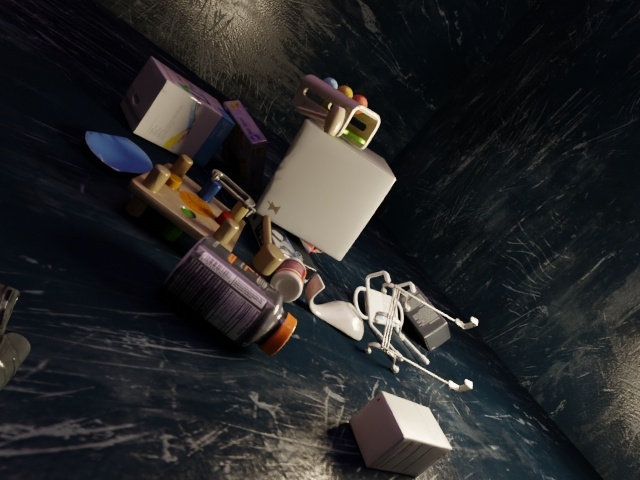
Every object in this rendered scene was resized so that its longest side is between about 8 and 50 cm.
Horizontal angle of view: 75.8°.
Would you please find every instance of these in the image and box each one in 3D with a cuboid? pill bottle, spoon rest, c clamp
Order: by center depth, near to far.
[{"bbox_3d":[-0.163,0.114,0.788,0.245,0.130,0.130,41,15,-9],"label":"pill bottle"},{"bbox_3d":[-0.218,-0.126,1.036,0.160,0.022,0.137,42,13,0],"label":"c clamp"},{"bbox_3d":[-0.084,0.099,1.114,0.086,0.086,0.152,40,15,-8],"label":"pill bottle"},{"bbox_3d":[0.040,0.203,1.196,0.276,0.084,0.137,48,10,-40],"label":"spoon rest"}]

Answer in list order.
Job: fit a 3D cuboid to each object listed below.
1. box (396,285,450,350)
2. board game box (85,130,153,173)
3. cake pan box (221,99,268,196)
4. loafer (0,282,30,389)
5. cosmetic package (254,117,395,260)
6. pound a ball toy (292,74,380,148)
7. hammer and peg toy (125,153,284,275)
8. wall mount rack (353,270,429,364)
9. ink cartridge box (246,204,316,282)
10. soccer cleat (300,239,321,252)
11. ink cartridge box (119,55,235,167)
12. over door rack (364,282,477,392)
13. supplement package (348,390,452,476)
[{"bbox_3d":[0.411,0.314,1.651,0.207,0.108,0.153,55,-3,39],"label":"box"},{"bbox_3d":[-0.499,-0.204,1.016,0.133,0.033,0.168,51,21,12],"label":"board game box"},{"bbox_3d":[-0.283,-0.327,1.491,0.070,0.267,0.246,-16,59,-27],"label":"cake pan box"},{"bbox_3d":[-0.342,0.118,0.420,0.078,0.076,0.223,15,26,-45],"label":"loafer"},{"bbox_3d":[0.016,-0.201,1.416,0.327,0.330,0.394,31,18,-8],"label":"cosmetic package"},{"bbox_3d":[0.035,-0.399,1.208,0.208,0.136,0.319,13,25,-45],"label":"pound a ball toy"},{"bbox_3d":[-0.261,-0.046,0.996,0.361,0.127,0.266,39,13,-14],"label":"hammer and peg toy"},{"bbox_3d":[0.260,0.278,1.443,0.350,0.130,0.304,24,56,-48],"label":"wall mount rack"},{"bbox_3d":[-0.139,-0.013,1.339,0.165,0.065,0.333,29,19,-40],"label":"ink cartridge box"},{"bbox_3d":[0.000,0.000,1.581,0.116,0.109,0.318,51,21,21],"label":"soccer cleat"},{"bbox_3d":[-0.469,-0.415,1.353,0.270,0.197,0.198,23,23,-51],"label":"ink cartridge box"},{"bbox_3d":[0.306,0.299,1.260,0.324,0.108,0.240,24,53,-3],"label":"over door rack"},{"bbox_3d":[0.166,0.406,0.856,0.179,0.105,0.105,32,19,-35],"label":"supplement package"}]
